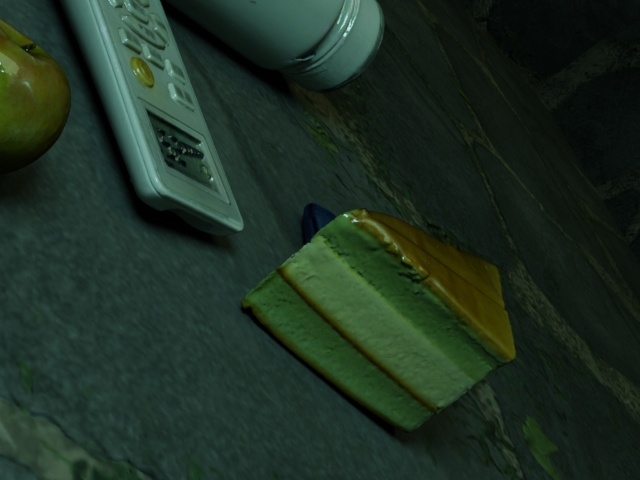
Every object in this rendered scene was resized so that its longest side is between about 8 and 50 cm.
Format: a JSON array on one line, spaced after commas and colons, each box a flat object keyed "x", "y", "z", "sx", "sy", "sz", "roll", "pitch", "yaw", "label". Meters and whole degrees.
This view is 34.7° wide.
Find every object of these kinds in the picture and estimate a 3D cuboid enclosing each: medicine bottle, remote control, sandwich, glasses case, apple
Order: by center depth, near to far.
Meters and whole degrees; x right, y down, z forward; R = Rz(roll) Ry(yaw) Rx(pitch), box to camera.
[{"x": -0.174, "y": -0.078, "z": 0.526, "sx": 0.089, "sy": 0.074, "sz": 0.089, "roll": 44, "pitch": 19, "yaw": -20, "label": "apple"}, {"x": -0.146, "y": -0.140, "z": 0.737, "sx": 0.109, "sy": 0.055, "sz": 0.312, "roll": 30, "pitch": 33, "yaw": -61, "label": "remote control"}, {"x": 0.043, "y": 0.033, "z": 0.763, "sx": 0.187, "sy": 0.117, "sz": 0.144, "roll": 41, "pitch": 20, "yaw": -23, "label": "sandwich"}, {"x": 0.000, "y": 0.000, "z": 0.857, "sx": 0.034, "sy": 0.023, "sz": 0.083, "roll": 32, "pitch": 25, "yaw": -25, "label": "glasses case"}, {"x": -0.056, "y": -0.250, "z": 0.983, "sx": 0.258, "sy": 0.143, "sz": 0.143, "roll": 28, "pitch": 31, "yaw": -47, "label": "medicine bottle"}]
